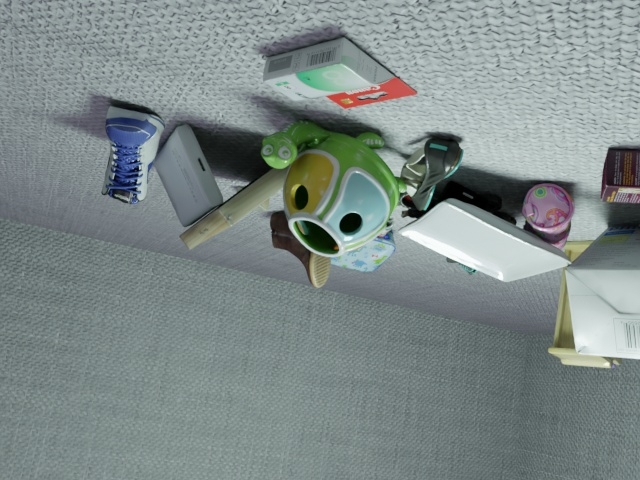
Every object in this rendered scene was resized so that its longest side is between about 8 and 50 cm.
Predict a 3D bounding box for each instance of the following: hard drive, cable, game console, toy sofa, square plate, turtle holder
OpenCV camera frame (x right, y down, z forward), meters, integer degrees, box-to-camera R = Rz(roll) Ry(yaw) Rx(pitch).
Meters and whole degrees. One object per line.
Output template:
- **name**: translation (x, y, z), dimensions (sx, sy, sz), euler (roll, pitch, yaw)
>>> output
- **hard drive**: translation (-0.339, -0.153, 1.729), dimensions (0.040, 0.203, 0.307), euler (-25, -177, -24)
- **cable**: translation (0.320, -0.113, 1.794), dimensions (0.287, 0.072, 0.139), euler (-10, 144, 22)
- **game console**: translation (0.343, -0.093, 1.748), dimensions (0.122, 0.107, 0.071), euler (24, -162, -17)
- **toy sofa**: translation (0.799, 0.190, 2.039), dimensions (0.150, 0.363, 0.177), euler (-4, 157, 43)
- **square plate**: translation (0.403, -0.001, 1.741), dimensions (0.343, 0.049, 0.347), euler (24, 166, -6)
- **turtle holder**: translation (0.029, -0.112, 1.481), dimensions (0.243, 0.227, 0.320), euler (16, 149, 25)

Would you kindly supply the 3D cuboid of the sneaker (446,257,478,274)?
- **sneaker**: translation (0.520, 0.083, 2.413), dimensions (0.166, 0.076, 0.065), euler (2, 165, 28)

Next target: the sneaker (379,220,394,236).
- **sneaker**: translation (0.152, -0.061, 2.114), dimensions (0.161, 0.057, 0.075), euler (16, 149, -24)

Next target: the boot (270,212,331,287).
- **boot**: translation (-0.070, 0.025, 2.227), dimensions (0.206, 0.249, 0.090), euler (0, -172, 45)

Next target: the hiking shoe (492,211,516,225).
- **hiking shoe**: translation (0.425, -0.028, 1.891), dimensions (0.226, 0.114, 0.086), euler (9, 167, 1)

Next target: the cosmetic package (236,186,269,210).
- **cosmetic package**: translation (-0.204, -0.125, 2.080), dimensions (0.060, 0.041, 0.115), euler (4, 167, 19)

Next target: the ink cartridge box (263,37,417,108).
- **ink cartridge box**: translation (0.038, -0.272, 1.223), dimensions (0.181, 0.056, 0.224), euler (-2, 162, 41)

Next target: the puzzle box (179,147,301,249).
- **puzzle box**: translation (-0.197, -0.099, 1.745), dimensions (0.052, 0.272, 0.409), euler (53, 157, -8)

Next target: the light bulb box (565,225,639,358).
- **light bulb box**: translation (0.828, 0.114, 1.649), dimensions (0.357, 0.225, 0.361), euler (-1, -164, 38)

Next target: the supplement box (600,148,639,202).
- **supplement box**: translation (0.663, -0.124, 1.366), dimensions (0.188, 0.081, 0.104), euler (5, 167, 18)

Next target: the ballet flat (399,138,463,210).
- **ballet flat**: translation (0.234, -0.155, 1.544), dimensions (0.096, 0.095, 0.280), euler (19, 157, -1)

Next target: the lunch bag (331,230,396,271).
- **lunch bag**: translation (0.127, 0.015, 2.251), dimensions (0.218, 0.090, 0.176), euler (14, 137, -27)

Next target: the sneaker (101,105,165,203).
- **sneaker**: translation (-0.452, -0.188, 1.651), dimensions (0.127, 0.182, 0.315), euler (10, 168, -10)

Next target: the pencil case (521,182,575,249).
- **pencil case**: translation (0.558, -0.046, 1.702), dimensions (0.124, 0.124, 0.284), euler (5, 169, 17)
